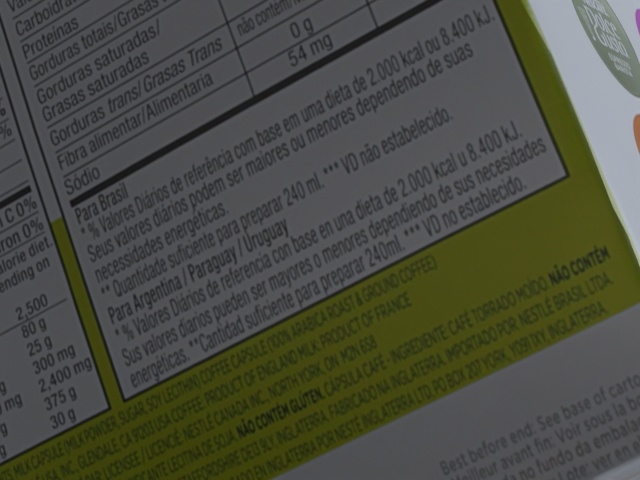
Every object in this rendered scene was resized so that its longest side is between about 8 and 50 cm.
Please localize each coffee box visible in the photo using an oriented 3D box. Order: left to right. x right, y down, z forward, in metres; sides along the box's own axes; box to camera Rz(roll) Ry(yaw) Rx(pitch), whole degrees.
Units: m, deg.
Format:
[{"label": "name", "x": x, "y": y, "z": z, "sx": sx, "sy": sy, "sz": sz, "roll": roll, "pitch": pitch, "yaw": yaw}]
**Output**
[{"label": "coffee box", "x": 0.000, "y": 0.000, "z": 0.805, "sx": 0.337, "sy": 0.338, "sz": 0.334, "roll": 15, "pitch": 50, "yaw": -61}]
